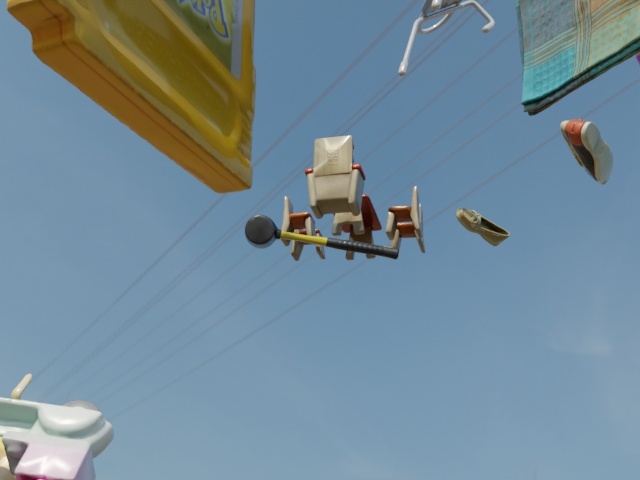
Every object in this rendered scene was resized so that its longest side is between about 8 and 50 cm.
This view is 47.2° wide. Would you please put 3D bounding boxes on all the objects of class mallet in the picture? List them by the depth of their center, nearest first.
[{"bbox_3d":[0.000,0.000,0.882,0.190,0.039,0.062,8,-6,7],"label":"mallet"}]

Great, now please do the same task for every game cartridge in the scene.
[{"bbox_3d":[-0.129,-0.237,0.615,0.053,0.323,0.285,-10,-21,19],"label":"game cartridge"}]

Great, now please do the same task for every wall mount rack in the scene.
[{"bbox_3d":[0.280,-0.504,1.541,0.130,0.304,0.350,55,-25,15],"label":"wall mount rack"}]

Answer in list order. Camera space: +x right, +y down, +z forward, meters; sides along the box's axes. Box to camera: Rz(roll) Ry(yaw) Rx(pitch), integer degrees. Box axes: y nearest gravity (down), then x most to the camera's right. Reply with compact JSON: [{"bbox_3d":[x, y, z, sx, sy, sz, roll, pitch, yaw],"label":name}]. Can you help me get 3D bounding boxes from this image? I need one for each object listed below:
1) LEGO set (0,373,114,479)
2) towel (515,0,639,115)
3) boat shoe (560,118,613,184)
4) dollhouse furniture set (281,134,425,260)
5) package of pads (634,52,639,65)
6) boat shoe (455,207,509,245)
[{"bbox_3d":[-0.150,0.199,0.352,0.132,0.107,0.286,5,-57,15],"label":"LEGO set"},{"bbox_3d":[0.441,-0.391,1.169,0.040,0.271,0.370,8,-16,-23],"label":"towel"},{"bbox_3d":[0.396,-0.132,1.086,0.043,0.049,0.137,17,-18,45],"label":"boat shoe"},{"bbox_3d":[0.054,-0.070,1.378,0.262,0.135,0.259,-4,-25,13],"label":"dollhouse furniture set"},{"bbox_3d":[0.593,-0.435,1.252,0.101,0.296,0.229,-21,-11,-8],"label":"package of pads"},{"bbox_3d":[0.410,-0.042,1.858,0.153,0.056,0.048,35,-46,-16],"label":"boat shoe"}]
